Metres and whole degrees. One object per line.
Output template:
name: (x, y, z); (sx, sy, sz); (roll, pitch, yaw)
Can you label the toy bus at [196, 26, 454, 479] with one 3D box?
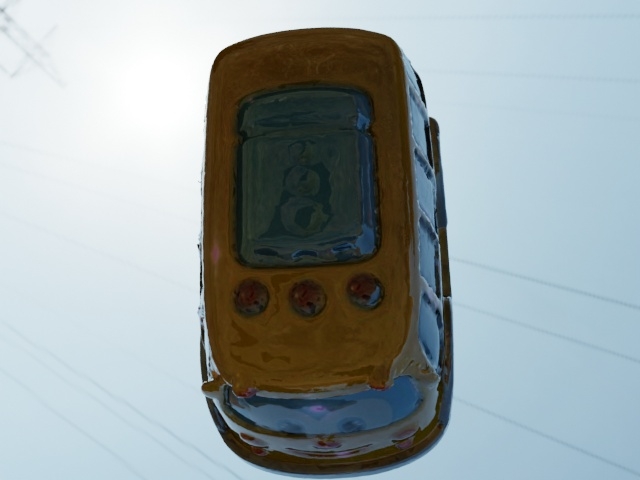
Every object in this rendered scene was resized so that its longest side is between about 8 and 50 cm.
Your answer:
toy bus: (0.000, 0.000, 0.535); (0.126, 0.136, 0.210); (-3, -114, 5)
